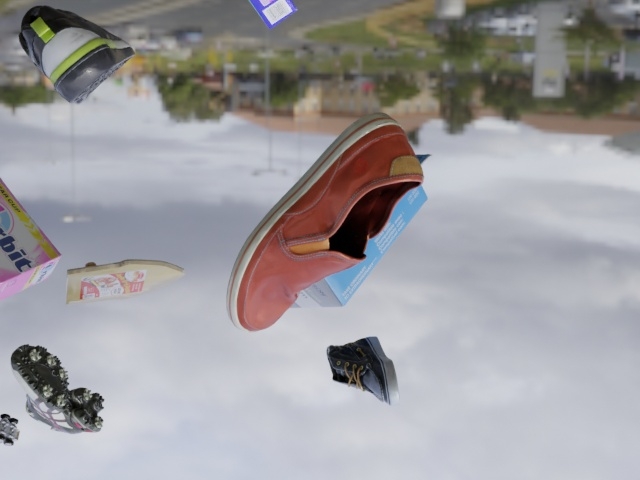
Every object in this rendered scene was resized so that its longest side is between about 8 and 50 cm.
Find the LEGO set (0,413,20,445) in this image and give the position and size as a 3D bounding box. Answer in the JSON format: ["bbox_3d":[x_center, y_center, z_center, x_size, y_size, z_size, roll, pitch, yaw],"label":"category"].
[{"bbox_3d":[-0.442,0.189,1.393,0.060,0.244,0.182,-15,-173,29],"label":"LEGO set"}]

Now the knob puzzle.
[{"bbox_3d":[-0.321,0.057,1.965,0.213,0.030,0.213,-11,162,-4],"label":"knob puzzle"}]

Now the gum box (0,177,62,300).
[{"bbox_3d":[-0.450,-0.015,1.593,0.107,0.188,0.062,-30,166,-48],"label":"gum box"}]

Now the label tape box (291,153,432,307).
[{"bbox_3d":[0.048,-0.011,1.982,0.249,0.115,0.348,-51,-159,-21],"label":"label tape box"}]

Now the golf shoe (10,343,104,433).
[{"bbox_3d":[-0.526,0.299,2.285,0.120,0.273,0.105,-16,-132,17],"label":"golf shoe"}]

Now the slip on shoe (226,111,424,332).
[{"bbox_3d":[0.000,0.000,1.404,0.123,0.331,0.101,3,-136,-53],"label":"slip on shoe"}]

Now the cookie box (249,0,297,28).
[{"bbox_3d":[-0.074,-0.298,1.318,0.040,0.092,0.107,-32,-142,9],"label":"cookie box"}]

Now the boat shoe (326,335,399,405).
[{"bbox_3d":[0.062,0.199,1.764,0.083,0.065,0.183,-10,-162,-7],"label":"boat shoe"}]

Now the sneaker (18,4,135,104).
[{"bbox_3d":[-0.245,-0.196,1.182,0.084,0.097,0.235,-42,-170,-2],"label":"sneaker"}]
